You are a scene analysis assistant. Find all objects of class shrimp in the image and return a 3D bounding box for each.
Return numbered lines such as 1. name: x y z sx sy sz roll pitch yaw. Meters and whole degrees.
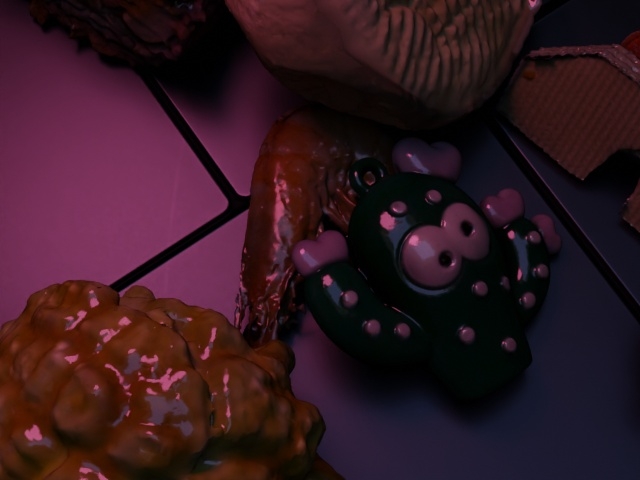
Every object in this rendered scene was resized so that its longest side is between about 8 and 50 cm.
1. shrimp: 0.000 0.000 1.688 0.152 0.063 0.287 14 72 -8

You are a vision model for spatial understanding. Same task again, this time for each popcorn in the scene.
1. popcorn: -0.137 0.171 1.524 0.335 0.279 0.274 11 53 19

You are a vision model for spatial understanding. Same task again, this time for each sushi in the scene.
1. sushi: -0.188 -0.300 1.703 0.270 0.236 0.171 31 66 15

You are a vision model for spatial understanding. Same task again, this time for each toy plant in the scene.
1. toy plant: 0.103 0.025 1.635 0.243 0.112 0.233 35 63 -11

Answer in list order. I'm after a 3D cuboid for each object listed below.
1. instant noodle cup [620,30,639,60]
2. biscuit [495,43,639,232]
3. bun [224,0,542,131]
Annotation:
1. instant noodle cup: 0.416 -0.184 1.682 0.193 0.193 0.212 42 70 14
2. biscuit: 0.286 -0.095 1.668 0.250 0.147 0.046 40 50 14
3. bun: 0.040 -0.276 1.652 0.202 0.364 0.364 7 68 40
